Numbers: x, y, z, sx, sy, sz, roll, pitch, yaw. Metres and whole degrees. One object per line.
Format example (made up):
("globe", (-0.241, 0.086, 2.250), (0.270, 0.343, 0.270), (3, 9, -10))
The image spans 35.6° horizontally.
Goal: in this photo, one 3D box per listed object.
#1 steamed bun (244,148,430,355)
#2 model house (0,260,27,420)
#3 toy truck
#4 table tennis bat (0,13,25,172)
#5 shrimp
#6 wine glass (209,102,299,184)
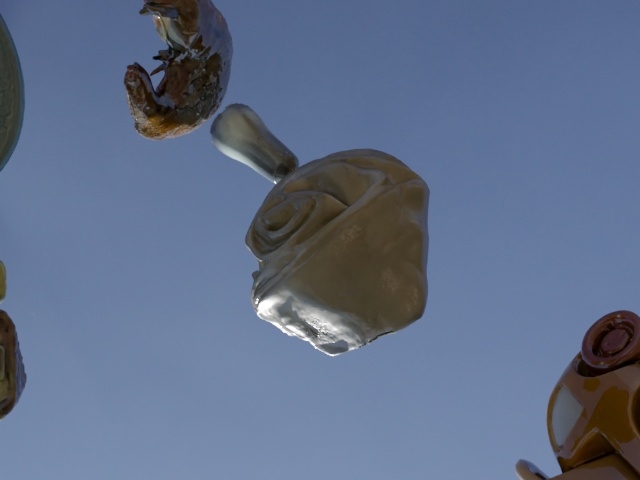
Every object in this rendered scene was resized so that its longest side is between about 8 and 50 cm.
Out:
("steamed bun", (-0.002, 0.000, 0.991), (0.144, 0.211, 0.218), (33, -124, -35))
("model house", (-0.484, 0.096, 1.218), (0.266, 0.261, 0.321), (24, -130, -56))
("toy truck", (0.337, 0.227, 0.998), (0.211, 0.288, 0.204), (-45, -63, 3))
("table tennis bat", (-0.193, -0.110, 0.408), (0.149, 0.038, 0.237), (15, -124, -38))
("shrimp", (-0.121, -0.152, 0.855), (0.051, 0.187, 0.132), (14, -106, 19))
("wine glass", (-0.066, -0.104, 1.240), (0.072, 0.155, 0.072), (-34, -33, -26))
